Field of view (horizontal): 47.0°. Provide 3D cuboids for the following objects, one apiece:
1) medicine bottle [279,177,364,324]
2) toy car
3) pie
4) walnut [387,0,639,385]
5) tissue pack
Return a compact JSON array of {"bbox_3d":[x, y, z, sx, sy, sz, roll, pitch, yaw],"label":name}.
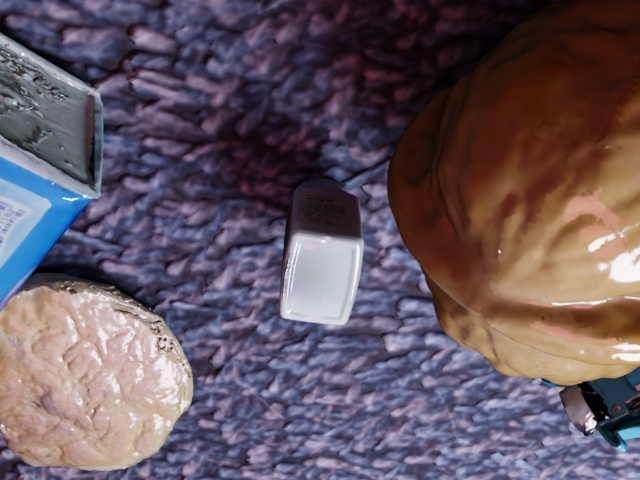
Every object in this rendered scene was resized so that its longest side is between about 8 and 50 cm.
[{"bbox_3d":[0.000,0.000,0.549,0.055,0.118,0.074,7,120,-3],"label":"medicine bottle"},{"bbox_3d":[0.248,0.100,0.585,0.126,0.161,0.098,-37,123,17],"label":"toy car"},{"bbox_3d":[-0.208,0.124,0.657,0.185,0.052,0.218,1,116,3],"label":"pie"},{"bbox_3d":[0.160,-0.033,0.451,0.257,0.257,0.224,2,135,-1],"label":"walnut"},{"bbox_3d":[-0.304,-0.027,0.508,0.198,0.146,0.263,30,120,-33],"label":"tissue pack"}]
